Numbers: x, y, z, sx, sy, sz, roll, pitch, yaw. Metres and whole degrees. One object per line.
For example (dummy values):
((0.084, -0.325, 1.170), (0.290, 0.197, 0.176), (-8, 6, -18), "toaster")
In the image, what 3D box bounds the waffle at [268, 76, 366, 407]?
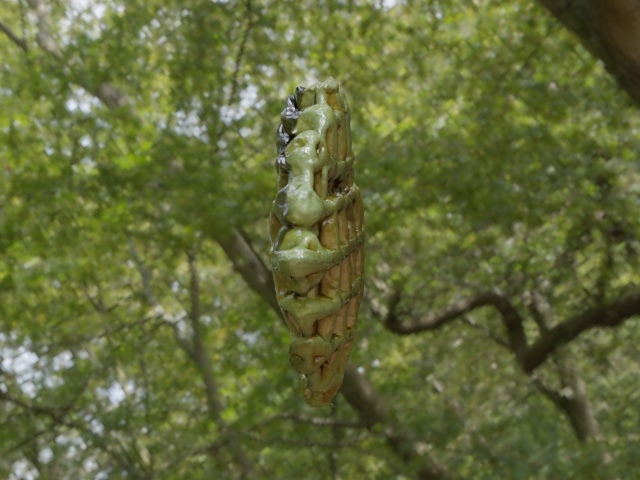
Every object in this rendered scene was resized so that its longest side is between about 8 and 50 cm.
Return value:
((0.000, 0.000, 0.811), (0.054, 0.214, 0.207), (-1, -39, 10), "waffle")
